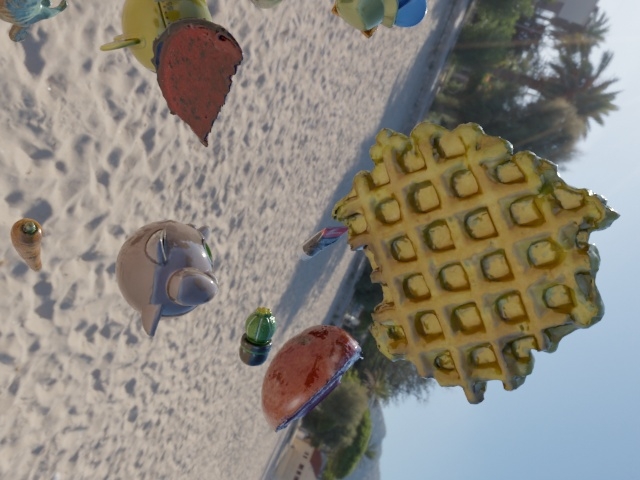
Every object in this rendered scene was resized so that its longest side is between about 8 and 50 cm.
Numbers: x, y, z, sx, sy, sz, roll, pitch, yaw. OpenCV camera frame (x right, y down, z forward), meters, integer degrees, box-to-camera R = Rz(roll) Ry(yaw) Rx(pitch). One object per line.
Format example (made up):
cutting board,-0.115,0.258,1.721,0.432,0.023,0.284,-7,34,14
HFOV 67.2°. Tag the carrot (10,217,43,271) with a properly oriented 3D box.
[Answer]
carrot,-0.654,0.019,1.080,0.256,0.061,0.061,-43,-165,53

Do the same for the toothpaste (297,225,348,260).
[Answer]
toothpaste,0.000,0.000,1.159,0.193,0.071,0.045,-34,-116,55

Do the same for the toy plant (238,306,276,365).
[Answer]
toy plant,-0.173,0.262,1.338,0.093,0.092,0.162,-46,152,-71

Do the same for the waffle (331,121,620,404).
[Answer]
waffle,0.126,0.022,0.479,0.051,0.291,0.291,-17,132,-58

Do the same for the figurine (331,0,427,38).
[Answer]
figurine,0.132,-0.481,0.843,0.262,0.180,0.154,-41,-147,-2

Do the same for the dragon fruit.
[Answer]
dragon fruit,-0.332,-0.468,1.313,0.100,0.282,0.343,-46,178,-46

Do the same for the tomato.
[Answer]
tomato,-0.026,0.195,0.722,0.173,0.099,0.189,-38,162,-15

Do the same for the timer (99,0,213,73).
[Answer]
timer,-0.572,-0.742,1.726,0.376,0.386,0.376,163,-90,-87

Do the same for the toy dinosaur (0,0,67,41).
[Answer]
toy dinosaur,-0.507,-0.487,0.858,0.205,0.092,0.393,-44,-168,-18

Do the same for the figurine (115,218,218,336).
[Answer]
figurine,-0.181,0.037,0.579,0.138,0.125,0.125,-118,-131,-75

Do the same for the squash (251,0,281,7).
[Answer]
squash,-0.090,-0.415,0.754,0.250,0.083,0.083,-98,-151,-74
